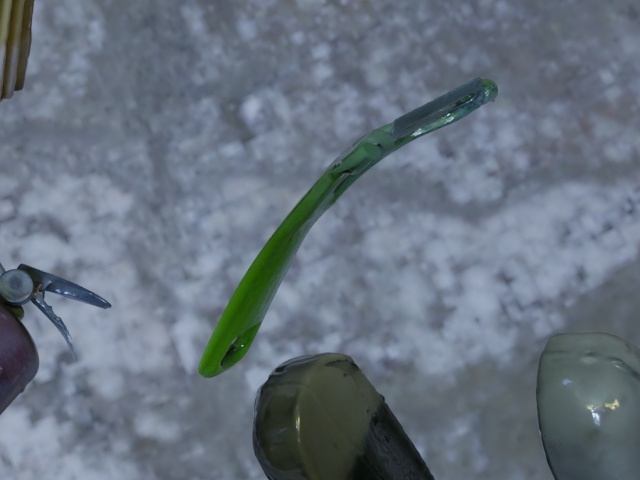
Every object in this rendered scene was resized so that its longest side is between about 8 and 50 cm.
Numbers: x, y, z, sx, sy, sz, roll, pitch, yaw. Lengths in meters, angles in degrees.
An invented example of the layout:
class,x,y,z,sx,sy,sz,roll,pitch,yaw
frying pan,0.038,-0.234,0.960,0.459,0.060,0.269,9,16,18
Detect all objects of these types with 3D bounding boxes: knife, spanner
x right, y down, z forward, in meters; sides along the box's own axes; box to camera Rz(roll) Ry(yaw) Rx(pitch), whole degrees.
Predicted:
class,x,y,z,sx,sy,sz,roll,pitch,yaw
knife,-0.001,-0.002,0.590,0.078,0.022,0.166,-22,162,-44
spanner,0.085,0.142,0.410,0.095,0.040,0.325,-7,129,32

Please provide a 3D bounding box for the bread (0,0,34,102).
class,x,y,z,sx,sy,sz,roll,pitch,yaw
bread,-0.303,-0.141,0.920,0.288,0.204,0.156,-6,121,-35

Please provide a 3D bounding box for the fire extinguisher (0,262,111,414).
class,x,y,z,sx,sy,sz,roll,pitch,yaw
fire extinguisher,-0.256,0.109,1.065,0.269,0.105,0.105,-49,166,-26
